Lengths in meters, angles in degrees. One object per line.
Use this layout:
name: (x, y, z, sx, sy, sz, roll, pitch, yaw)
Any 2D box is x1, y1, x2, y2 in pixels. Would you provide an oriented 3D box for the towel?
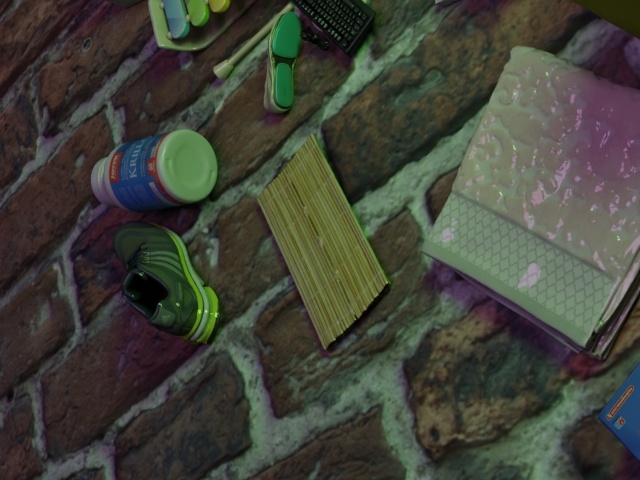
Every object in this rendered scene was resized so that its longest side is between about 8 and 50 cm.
towel: (0.296, -0.059, 1.695, 0.332, 0.053, 0.317, 34, 102, 46)

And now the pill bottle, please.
pill bottle: (-0.287, -0.111, 2.277, 0.222, 0.124, 0.124, -9, 71, 45)

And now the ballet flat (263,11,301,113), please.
ballet flat: (-0.069, -0.283, 2.153, 0.052, 0.057, 0.168, -10, 70, 55)

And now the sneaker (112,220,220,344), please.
sneaker: (-0.275, 0.054, 2.212, 0.300, 0.121, 0.111, 44, 110, 45)

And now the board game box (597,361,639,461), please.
board game box: (0.480, 0.135, 1.416, 0.347, 0.078, 0.233, -56, 45, 18)

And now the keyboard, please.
keyboard: (0.010, -0.346, 2.088, 0.108, 0.023, 0.180, -57, 44, 18)

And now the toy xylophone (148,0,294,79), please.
toy xylophone: (-0.154, -0.423, 2.268, 0.322, 0.081, 0.236, -46, 49, 28)

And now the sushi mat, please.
sushi mat: (0.000, 0.000, 2.014, 0.151, 0.019, 0.316, -46, 49, 26)

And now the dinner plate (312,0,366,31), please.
dinner plate: (0.026, -0.394, 2.116, 0.141, 0.017, 0.141, -15, 69, 43)

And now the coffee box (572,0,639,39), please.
coffee box: (0.434, -0.429, 1.453, 0.338, 0.338, 0.334, -6, 74, 45)

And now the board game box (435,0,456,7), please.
board game box: (0.200, -0.389, 1.925, 0.090, 0.020, 0.090, -20, 64, 43)

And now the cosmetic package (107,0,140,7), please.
cosmetic package: (-0.329, -0.505, 2.453, 0.231, 0.117, 0.085, -15, 69, 42)
